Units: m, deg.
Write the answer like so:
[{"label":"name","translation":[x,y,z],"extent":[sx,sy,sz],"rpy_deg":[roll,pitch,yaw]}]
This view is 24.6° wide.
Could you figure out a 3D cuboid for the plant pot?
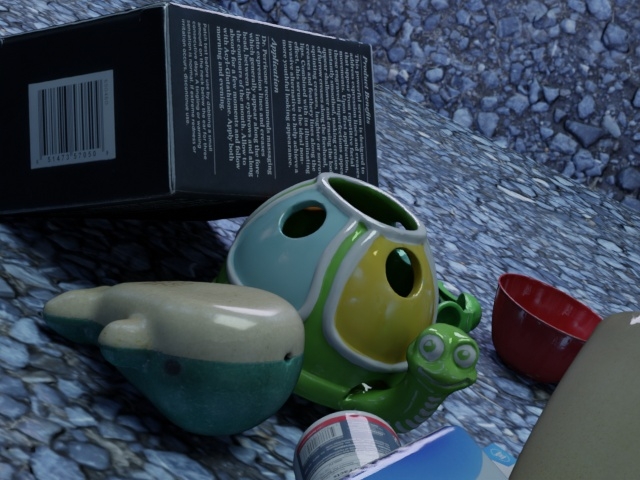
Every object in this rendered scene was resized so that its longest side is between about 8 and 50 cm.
[{"label":"plant pot","translation":[0.275,0.248,1.360],"extent":[0.256,0.256,0.274],"rpy_deg":[35,62,25]}]

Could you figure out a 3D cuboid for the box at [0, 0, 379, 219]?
[{"label":"box","translation":[-0.157,-0.137,1.758],"extent":[0.293,0.212,0.395],"rpy_deg":[-5,-4,36]}]

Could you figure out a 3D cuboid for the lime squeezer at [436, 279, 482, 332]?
[{"label":"lime squeezer","translation":[0.159,0.093,2.004],"extent":[0.110,0.059,0.310],"rpy_deg":[32,19,15]}]

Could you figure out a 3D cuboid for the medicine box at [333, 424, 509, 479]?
[{"label":"medicine box","translation":[0.075,0.285,0.868],"extent":[0.289,0.149,0.263],"rpy_deg":[49,27,16]}]

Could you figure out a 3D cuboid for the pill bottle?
[{"label":"pill bottle","translation":[0.037,0.243,1.331],"extent":[0.108,0.108,0.180],"rpy_deg":[21,19,-17]}]

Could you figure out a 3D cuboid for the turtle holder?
[{"label":"turtle holder","translation":[0.017,0.069,1.593],"extent":[0.243,0.227,0.320],"rpy_deg":[21,18,-18]}]

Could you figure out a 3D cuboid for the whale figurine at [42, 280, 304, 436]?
[{"label":"whale figurine","translation":[-0.147,0.112,1.457],"extent":[0.272,0.141,0.216],"rpy_deg":[8,8,29]}]

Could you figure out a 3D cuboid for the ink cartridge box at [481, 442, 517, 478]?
[{"label":"ink cartridge box","translation":[0.220,0.293,1.521],"extent":[0.180,0.060,0.104],"rpy_deg":[34,19,21]}]

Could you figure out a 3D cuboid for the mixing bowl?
[{"label":"mixing bowl","translation":[0.305,0.133,2.026],"extent":[0.181,0.098,0.181],"rpy_deg":[24,19,-9]}]
